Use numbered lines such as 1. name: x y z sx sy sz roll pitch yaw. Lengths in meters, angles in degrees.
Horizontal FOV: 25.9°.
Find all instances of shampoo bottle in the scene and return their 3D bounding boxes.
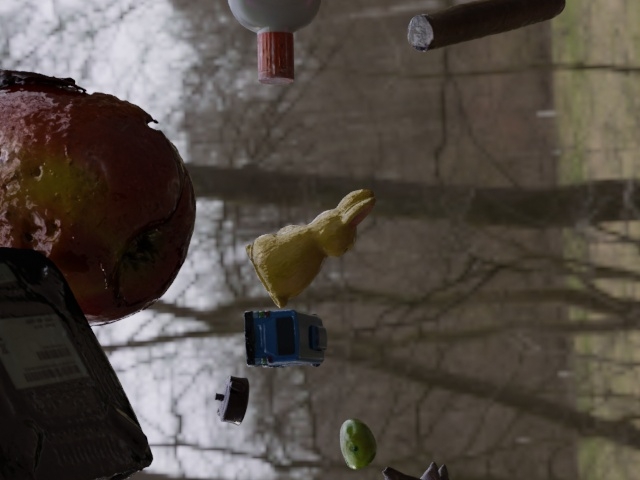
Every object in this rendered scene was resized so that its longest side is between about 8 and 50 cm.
1. shampoo bottle: -0.051 -0.286 1.550 0.051 0.108 0.221 166 103 -77

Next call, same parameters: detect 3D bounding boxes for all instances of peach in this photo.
1. peach: -0.407 -0.062 2.075 0.353 0.416 0.339 -38 -32 -32

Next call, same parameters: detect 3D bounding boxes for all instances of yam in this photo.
1. yam: 0.206 -0.268 1.661 0.264 0.046 0.046 -19 -68 -40

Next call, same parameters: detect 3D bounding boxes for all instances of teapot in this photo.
1. teapot: -0.126 0.223 1.939 0.100 0.045 0.068 118 162 -53

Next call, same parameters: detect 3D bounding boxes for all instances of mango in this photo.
1. mango: 0.057 0.319 2.202 0.108 0.056 0.073 -153 51 -79

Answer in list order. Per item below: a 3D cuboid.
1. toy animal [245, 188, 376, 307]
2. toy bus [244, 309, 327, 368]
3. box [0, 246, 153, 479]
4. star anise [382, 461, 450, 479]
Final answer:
1. toy animal: 0.002 0.003 1.560 0.083 0.159 0.070 60 -173 36
2. toy bus: -0.055 0.159 2.229 0.184 0.106 0.090 23 -118 -75
3. box: -0.373 0.161 1.703 0.350 0.091 0.359 61 -160 12
4. star anise: 0.180 0.493 2.308 0.349 0.109 0.292 -27 -90 -58
